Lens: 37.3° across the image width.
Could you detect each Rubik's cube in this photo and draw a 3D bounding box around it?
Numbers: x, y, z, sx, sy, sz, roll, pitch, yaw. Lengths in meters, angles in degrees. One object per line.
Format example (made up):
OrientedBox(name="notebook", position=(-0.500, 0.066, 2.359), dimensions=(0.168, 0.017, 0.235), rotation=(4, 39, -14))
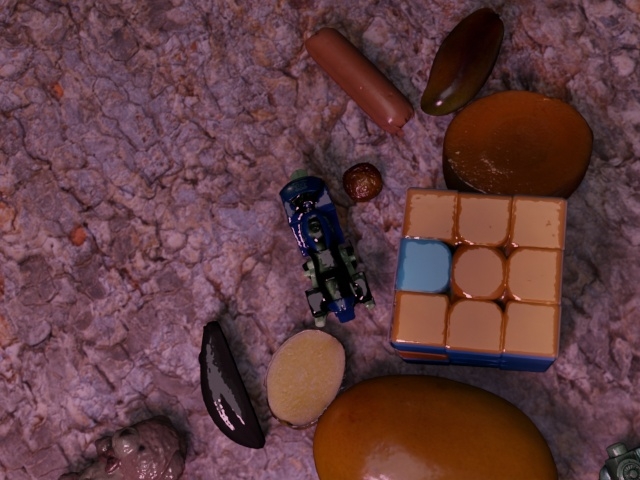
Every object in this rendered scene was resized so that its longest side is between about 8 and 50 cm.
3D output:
OrientedBox(name="Rubik's cube", position=(0.292, 0.083, 1.758), dimensions=(0.291, 0.290, 0.291), rotation=(4, 78, 11))

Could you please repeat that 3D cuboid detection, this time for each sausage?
OrientedBox(name="sausage", position=(0.083, -0.339, 1.993), dimensions=(0.086, 0.086, 0.289), rotation=(-42, 74, -2))

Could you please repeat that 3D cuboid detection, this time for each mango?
OrientedBox(name="mango", position=(0.208, 0.393, 1.721), dimensions=(0.445, 0.232, 0.300), rotation=(8, 50, 10))
OrientedBox(name="mango", position=(0.289, -0.359, 1.943), dimensions=(0.133, 0.111, 0.268), rotation=(15, 68, 44))

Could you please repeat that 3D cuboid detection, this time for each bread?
OrientedBox(name="bread", position=(0.086, -0.121, 1.957), dimensions=(0.085, 0.053, 0.085), rotation=(-2, 77, 8))

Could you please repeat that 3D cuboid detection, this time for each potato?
OrientedBox(name="potato", position=(-0.020, 0.277, 1.871), dimensions=(0.164, 0.081, 0.201), rotation=(19, 78, 20))

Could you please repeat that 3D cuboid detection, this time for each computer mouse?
OrientedBox(name="computer mouse", position=(-0.191, 0.291, 1.861), dimensions=(0.086, 0.137, 0.270), rotation=(-21, 76, -6))

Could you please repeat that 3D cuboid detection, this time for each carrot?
OrientedBox(name="carrot", position=(0.398, -0.174, 1.912), dimensions=(0.307, 0.100, 0.259), rotation=(-14, 74, -3))

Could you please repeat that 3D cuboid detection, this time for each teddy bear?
OrientedBox(name="teddy bear", position=(-0.381, 0.458, 1.840), dimensions=(0.267, 0.151, 0.236), rotation=(-44, 35, 3))

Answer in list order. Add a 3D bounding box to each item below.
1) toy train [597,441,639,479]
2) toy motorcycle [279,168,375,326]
OrientedBox(name="toy train", position=(0.617, 0.479, 1.729), dimensions=(0.159, 0.101, 0.248), rotation=(-16, 75, -12))
OrientedBox(name="toy motorcycle", position=(0.000, 0.000, 1.869), dimensions=(0.125, 0.196, 0.331), rotation=(-19, 74, 3))
